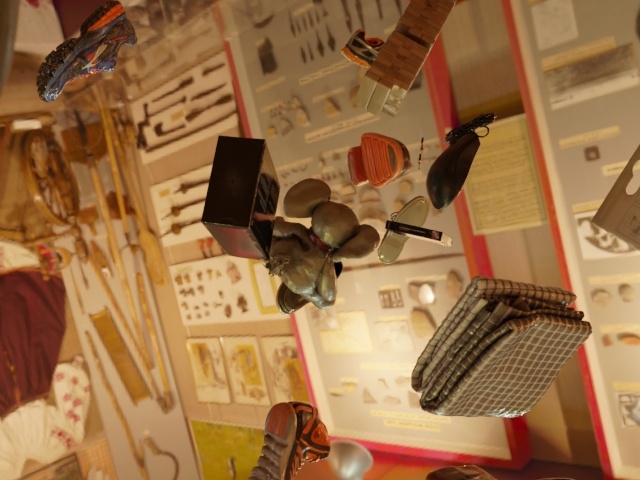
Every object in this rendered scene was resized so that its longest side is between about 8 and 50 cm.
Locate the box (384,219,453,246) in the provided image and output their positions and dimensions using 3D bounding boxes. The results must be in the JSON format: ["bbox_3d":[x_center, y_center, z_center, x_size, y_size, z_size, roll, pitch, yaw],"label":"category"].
[{"bbox_3d":[0.270,-0.019,1.607,0.162,0.029,0.116,16,180,28],"label":"box"}]

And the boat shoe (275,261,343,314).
[{"bbox_3d":[-0.033,0.148,2.021,0.099,0.116,0.319,-19,-169,41],"label":"boat shoe"}]

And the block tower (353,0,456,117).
[{"bbox_3d":[0.184,-0.406,1.249,0.336,0.090,0.097,-61,179,-28],"label":"block tower"}]

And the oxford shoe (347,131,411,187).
[{"bbox_3d":[0.164,-0.202,1.430,0.132,0.130,0.363,-10,-172,-9],"label":"oxford shoe"}]

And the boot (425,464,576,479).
[{"bbox_3d":[0.403,0.551,1.287,0.263,0.096,0.280,-10,174,-15],"label":"boot"}]

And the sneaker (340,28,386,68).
[{"bbox_3d":[0.160,-0.505,1.599,0.214,0.083,0.084,8,-147,-37],"label":"sneaker"}]

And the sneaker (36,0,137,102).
[{"bbox_3d":[-0.403,-0.318,1.027,0.083,0.087,0.221,23,-111,47],"label":"sneaker"}]

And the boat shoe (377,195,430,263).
[{"bbox_3d":[0.260,-0.042,1.852,0.095,0.255,0.079,21,-152,-9],"label":"boat shoe"}]

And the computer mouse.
[{"bbox_3d":[0.328,-0.205,1.483,0.072,0.272,0.188,31,158,-15],"label":"computer mouse"}]

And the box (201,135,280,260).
[{"bbox_3d":[-0.158,-0.079,1.231,0.103,0.185,0.261,5,164,4],"label":"box"}]

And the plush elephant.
[{"bbox_3d":[0.000,0.000,1.473,0.255,0.272,0.330,-38,169,5],"label":"plush elephant"}]

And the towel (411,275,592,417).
[{"bbox_3d":[0.329,0.209,1.066,0.234,0.284,0.121,10,-145,-26],"label":"towel"}]

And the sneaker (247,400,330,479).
[{"bbox_3d":[-0.067,0.557,1.440,0.124,0.321,0.180,18,179,45],"label":"sneaker"}]

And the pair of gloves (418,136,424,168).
[{"bbox_3d":[0.286,-0.247,1.665,0.010,0.083,0.074,6,164,10],"label":"pair of gloves"}]

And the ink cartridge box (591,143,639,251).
[{"bbox_3d":[0.771,-0.074,1.143,0.091,0.308,0.385,17,-162,-30],"label":"ink cartridge box"}]
